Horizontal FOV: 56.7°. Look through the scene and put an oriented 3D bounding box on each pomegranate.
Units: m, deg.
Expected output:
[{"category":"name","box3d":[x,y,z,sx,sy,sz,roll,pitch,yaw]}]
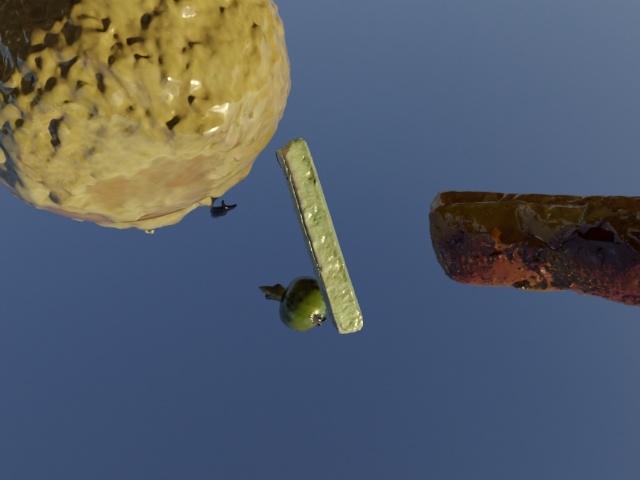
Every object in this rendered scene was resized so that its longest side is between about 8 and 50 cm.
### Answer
[{"category":"pomegranate","box3d":[-0.053,0.126,1.252,0.161,0.122,0.122,22,-132,0]}]

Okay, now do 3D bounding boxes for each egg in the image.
[{"category":"egg","box3d":[-0.168,-0.140,0.492,0.310,0.279,0.279,-12,-140,29]}]

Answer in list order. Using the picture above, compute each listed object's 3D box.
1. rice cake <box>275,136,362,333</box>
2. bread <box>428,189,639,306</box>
[{"category":"rice cake","box3d":[0.000,0.000,0.579,0.033,0.208,0.033,-20,-159,-5]},{"category":"bread","box3d":[0.249,0.002,0.642,0.270,0.139,0.077,7,-129,36]}]
